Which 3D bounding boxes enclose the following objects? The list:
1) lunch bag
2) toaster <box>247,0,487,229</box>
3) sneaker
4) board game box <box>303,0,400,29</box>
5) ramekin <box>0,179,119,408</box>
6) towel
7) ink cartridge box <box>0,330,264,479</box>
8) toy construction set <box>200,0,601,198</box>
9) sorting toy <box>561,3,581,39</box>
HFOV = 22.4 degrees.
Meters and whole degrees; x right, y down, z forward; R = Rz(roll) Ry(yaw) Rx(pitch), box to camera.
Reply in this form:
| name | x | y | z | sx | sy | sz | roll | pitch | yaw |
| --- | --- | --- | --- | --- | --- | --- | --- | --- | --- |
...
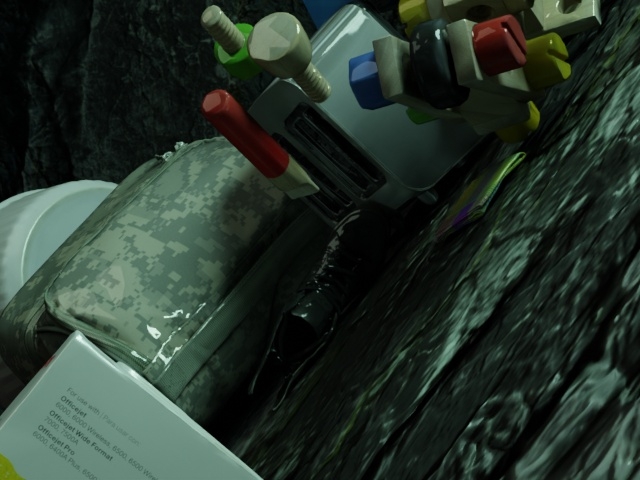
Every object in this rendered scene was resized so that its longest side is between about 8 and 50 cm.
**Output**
| name | x | y | z | sx | sy | sz | roll | pitch | yaw |
| --- | --- | --- | --- | --- | --- | --- | --- | --- | --- |
| lunch bag | -0.118 | 0.049 | 1.512 | 0.305 | 0.212 | 0.256 | -48 | 21 | -26 |
| toaster | 0.031 | -0.101 | 1.357 | 0.110 | 0.185 | 0.168 | -48 | 4 | -24 |
| sneaker | 0.001 | 0.052 | 1.307 | 0.170 | 0.051 | 0.089 | -55 | 4 | 15 |
| board game box | 0.166 | -0.315 | 1.381 | 0.308 | 0.086 | 0.302 | -25 | -5 | -40 |
| ramekin | -0.250 | 0.059 | 1.731 | 0.127 | 0.273 | 0.273 | -25 | 24 | 51 |
| towel | 0.110 | -0.030 | 1.126 | 0.060 | 0.009 | 0.083 | -53 | 6 | -25 |
| ink cartridge box | -0.173 | 0.203 | 1.070 | 0.233 | 0.168 | 0.171 | -52 | 6 | -12 |
| toy construction set | 0.086 | -0.136 | 1.161 | 0.309 | 0.257 | 0.237 | -35 | -37 | 7 |
| sorting toy | 0.233 | -0.244 | 1.385 | 0.229 | 0.041 | 0.307 | -53 | 5 | -18 |
